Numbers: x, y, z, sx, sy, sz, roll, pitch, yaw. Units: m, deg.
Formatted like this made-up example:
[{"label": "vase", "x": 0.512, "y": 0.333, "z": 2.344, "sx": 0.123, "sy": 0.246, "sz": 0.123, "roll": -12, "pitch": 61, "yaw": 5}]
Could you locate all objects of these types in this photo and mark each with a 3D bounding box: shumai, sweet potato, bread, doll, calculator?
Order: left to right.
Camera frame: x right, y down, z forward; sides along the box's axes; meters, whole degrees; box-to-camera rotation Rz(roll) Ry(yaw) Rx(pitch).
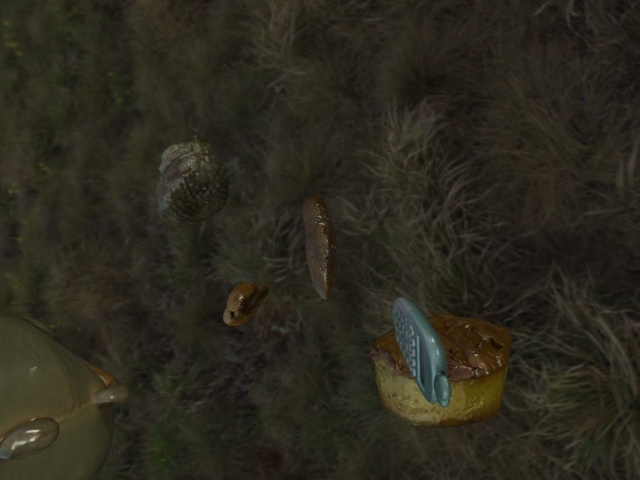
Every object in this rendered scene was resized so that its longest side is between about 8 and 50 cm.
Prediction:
[{"label": "doll", "x": -0.378, "y": 0.141, "z": 0.628, "sx": 0.350, "sy": 0.247, "sz": 0.247, "roll": 20, "pitch": 103, "yaw": 18}, {"label": "shumai", "x": -0.269, "y": -0.126, "z": 1.273, "sx": 0.162, "sy": 0.209, "sz": 0.152, "roll": -28, "pitch": 70, "yaw": 3}, {"label": "sweet potato", "x": 0.000, "y": -0.003, "z": 1.774, "sx": 0.114, "sy": 0.092, "sz": 0.341, "roll": 84, "pitch": 180, "yaw": -60}, {"label": "calculator", "x": 0.216, "y": 0.237, "z": 1.350, "sx": 0.295, "sy": 0.042, "sz": 0.184, "roll": -117, "pitch": 17, "yaw": -56}, {"label": "bread", "x": 0.313, "y": 0.328, "z": 1.658, "sx": 0.398, "sy": 0.398, "sz": 0.215, "roll": 6, "pitch": 107, "yaw": 49}]

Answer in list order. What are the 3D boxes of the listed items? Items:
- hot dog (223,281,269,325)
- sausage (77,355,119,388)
[{"label": "hot dog", "x": -0.165, "y": 0.139, "z": 1.405, "sx": 0.060, "sy": 0.140, "sz": 0.089, "roll": 11, "pitch": 106, "yaw": 14}, {"label": "sausage", "x": -0.762, "y": 0.419, "z": 1.971, "sx": 0.328, "sy": 0.112, "sz": 0.112, "roll": 17, "pitch": 100, "yaw": 28}]
